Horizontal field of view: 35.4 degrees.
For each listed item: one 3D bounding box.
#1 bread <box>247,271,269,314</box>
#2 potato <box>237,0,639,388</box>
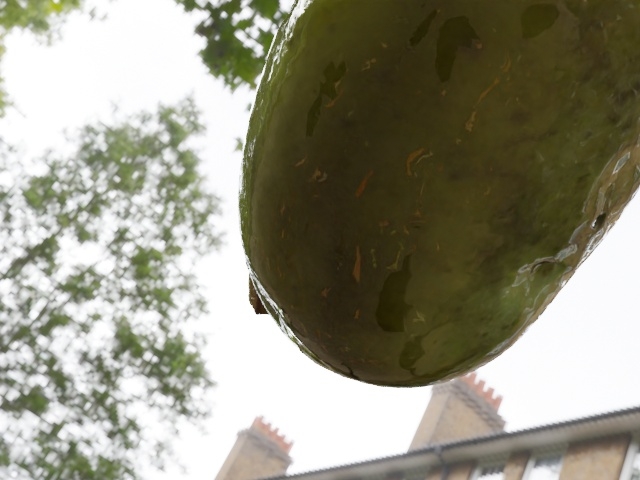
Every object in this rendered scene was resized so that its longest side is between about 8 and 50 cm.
[{"bbox_3d":[0.000,0.000,0.648,0.090,0.035,0.094,0,-69,-14],"label":"bread"},{"bbox_3d":[0.062,-0.055,0.438,0.197,0.148,0.228,-1,-59,-19],"label":"potato"}]
